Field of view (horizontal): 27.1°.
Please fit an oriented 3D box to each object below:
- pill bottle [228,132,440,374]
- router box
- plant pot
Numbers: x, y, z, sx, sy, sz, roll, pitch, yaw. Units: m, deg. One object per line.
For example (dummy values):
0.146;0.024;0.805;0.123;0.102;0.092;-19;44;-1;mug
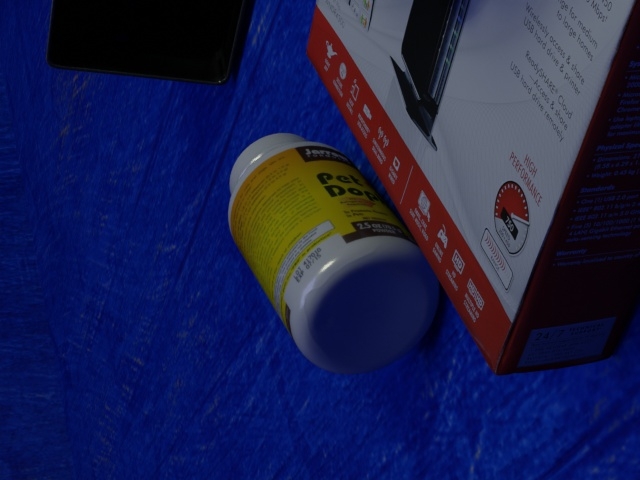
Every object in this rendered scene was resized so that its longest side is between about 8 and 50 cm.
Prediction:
0.000;0.000;1.035;0.215;0.117;0.117;-125;36;-51;pill bottle
0.106;-0.146;0.781;0.335;0.082;0.301;-117;30;-44;router box
-0.176;-0.289;1.347;0.187;0.188;0.167;108;160;-45;plant pot
